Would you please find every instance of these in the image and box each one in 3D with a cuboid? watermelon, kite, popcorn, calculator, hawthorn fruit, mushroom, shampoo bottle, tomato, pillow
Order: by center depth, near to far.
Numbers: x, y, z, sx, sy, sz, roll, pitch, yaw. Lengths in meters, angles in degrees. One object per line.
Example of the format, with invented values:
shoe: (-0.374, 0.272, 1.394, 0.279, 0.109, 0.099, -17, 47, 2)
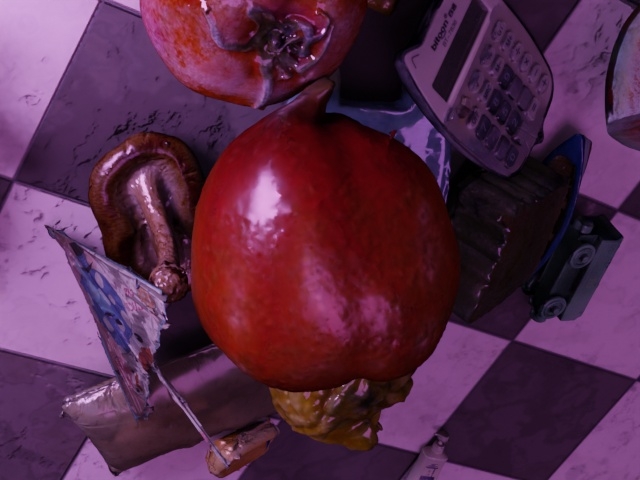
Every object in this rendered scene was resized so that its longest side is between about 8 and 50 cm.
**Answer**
tomato: (-0.070, -0.249, 1.149, 0.232, 0.188, 0.232, -9, 135, -10)
hawthorn fruit: (-0.002, 0.017, 1.194, 0.295, 0.295, 0.311, -30, 130, 8)
mushroom: (-0.178, 0.017, 1.308, 0.148, 0.217, 0.227, -21, 130, 0)
calculator: (0.184, -0.184, 1.309, 0.268, 0.040, 0.177, 38, 71, -37)
watermelon: (0.448, -0.198, 1.336, 0.305, 0.180, 0.224, -14, 118, -7)
kite: (-0.213, 0.118, 1.337, 0.014, 0.368, 0.406, -32, 164, -25)
popcorn: (0.026, 0.163, 1.509, 0.218, 0.169, 0.189, -32, 140, -23)
pillow: (-0.183, 0.217, 1.558, 0.302, 0.075, 0.185, -22, 135, 0)
shampoo bottle: (0.168, 0.347, 1.783, 0.049, 0.034, 0.141, 12, 123, -15)

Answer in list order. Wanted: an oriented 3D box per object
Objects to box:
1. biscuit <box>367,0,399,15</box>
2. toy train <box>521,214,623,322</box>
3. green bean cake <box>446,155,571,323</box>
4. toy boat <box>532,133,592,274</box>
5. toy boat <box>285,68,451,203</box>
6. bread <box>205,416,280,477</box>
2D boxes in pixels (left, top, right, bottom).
biscuit: (0.062, -0.293, 1.260, 0.081, 0.018, 0.083, 15, 121, -25)
toy train: (0.341, 0.040, 1.570, 0.099, 0.070, 0.172, 0, 129, -28)
green bean cake: (0.213, -0.008, 1.429, 0.173, 0.094, 0.181, -28, 145, -47)
toy boat: (0.295, -0.046, 1.492, 0.046, 0.080, 0.229, -20, 141, -46)
toy boat: (0.037, -0.073, 1.387, 0.215, 0.123, 0.330, -1, 116, -12)
bread: (-0.114, 0.290, 1.626, 0.106, 0.053, 0.072, -21, 153, -42)
